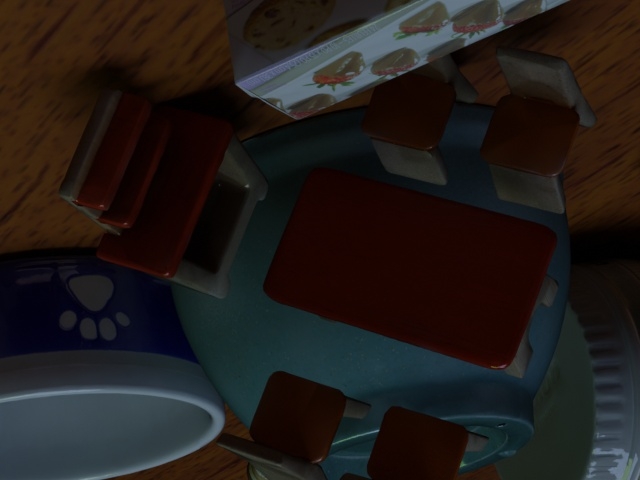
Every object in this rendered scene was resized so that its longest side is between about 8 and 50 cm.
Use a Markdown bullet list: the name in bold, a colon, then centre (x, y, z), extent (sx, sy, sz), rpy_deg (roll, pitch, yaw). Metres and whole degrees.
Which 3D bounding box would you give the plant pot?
- **plant pot**: centre (0.044, 0.060, 1.086), extent (0.293, 0.196, 0.293), rpy_deg (-10, 159, -4)

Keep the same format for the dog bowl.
- **dog bowl**: centre (-0.209, 0.107, 1.201), extent (0.265, 0.104, 0.265), rpy_deg (-7, 158, -3)

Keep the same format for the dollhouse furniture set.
- **dollhouse furniture set**: centre (0.000, 0.000, 0.878), extent (0.259, 0.262, 0.135), rpy_deg (15, 166, 25)

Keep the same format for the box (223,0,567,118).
- **box**: centre (0.099, -0.152, 0.768), extent (0.324, 0.067, 0.063), rpy_deg (-21, 156, 26)

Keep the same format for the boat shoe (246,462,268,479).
- **boat shoe**: centre (0.019, 0.242, 1.702), extent (0.190, 0.068, 0.072), rpy_deg (0, 144, -23)

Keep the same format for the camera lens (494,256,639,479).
- **camera lens**: centre (0.298, 0.122, 1.319), extent (0.274, 0.219, 0.219), rpy_deg (-1, 156, -22)
